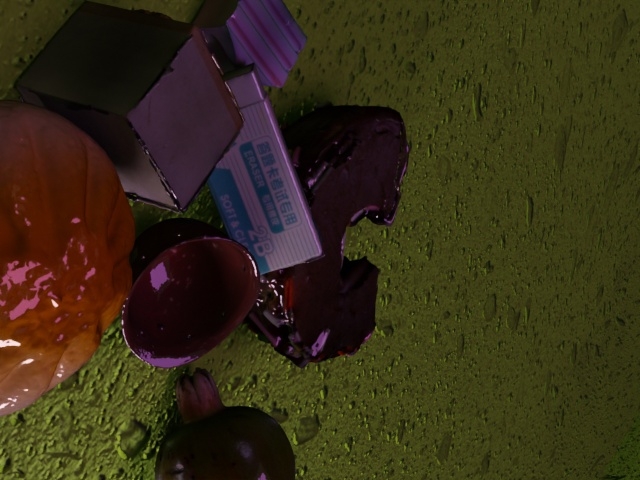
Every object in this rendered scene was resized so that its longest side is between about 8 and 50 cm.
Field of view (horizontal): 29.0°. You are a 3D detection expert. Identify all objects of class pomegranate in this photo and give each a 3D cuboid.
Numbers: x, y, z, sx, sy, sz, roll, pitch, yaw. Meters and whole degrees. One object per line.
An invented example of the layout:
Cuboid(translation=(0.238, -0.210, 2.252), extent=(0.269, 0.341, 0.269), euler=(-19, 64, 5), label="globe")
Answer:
Cuboid(translation=(-0.122, 0.256, 1.506), extent=(0.180, 0.180, 0.210), euler=(-16, 91, -55), label="pomegranate")

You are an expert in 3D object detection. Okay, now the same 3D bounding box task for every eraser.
Cuboid(translation=(-0.076, -0.074, 1.370), extent=(0.052, 0.095, 0.225), euler=(-91, 161, -69), label="eraser")

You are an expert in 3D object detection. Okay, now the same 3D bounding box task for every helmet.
Cuboid(translation=(-0.158, 0.044, 1.365), extent=(0.155, 0.106, 0.175), euler=(-2, 122, -28), label="helmet")

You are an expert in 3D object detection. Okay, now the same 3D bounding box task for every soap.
Cuboid(translation=(-0.081, -0.232, 1.387), extent=(0.100, 0.056, 0.149), euler=(-65, 150, -14), label="soap")

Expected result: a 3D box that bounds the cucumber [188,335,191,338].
Cuboid(translation=(-0.144, 0.084, 1.476), extent=(0.105, 0.048, 0.048), euler=(-48, 143, -38), label="cucumber")

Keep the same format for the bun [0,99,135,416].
Cuboid(translation=(-0.275, 0.026, 1.071), extent=(0.299, 0.164, 0.299), euler=(-25, 124, -45), label="bun")

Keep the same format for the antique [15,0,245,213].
Cuboid(translation=(-0.175, -0.135, 1.196), extent=(0.148, 0.152, 0.147), euler=(-57, 148, -26), label="antique")

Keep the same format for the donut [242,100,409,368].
Cuboid(translation=(-0.013, 0.001, 1.557), extent=(0.259, 0.136, 0.345), euler=(-22, 124, -50), label="donut")
